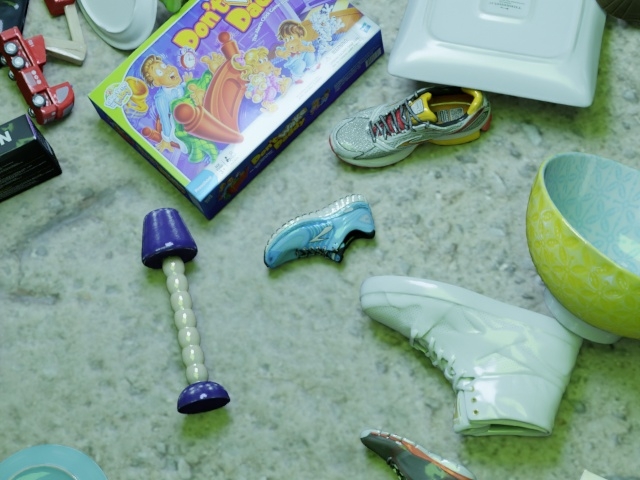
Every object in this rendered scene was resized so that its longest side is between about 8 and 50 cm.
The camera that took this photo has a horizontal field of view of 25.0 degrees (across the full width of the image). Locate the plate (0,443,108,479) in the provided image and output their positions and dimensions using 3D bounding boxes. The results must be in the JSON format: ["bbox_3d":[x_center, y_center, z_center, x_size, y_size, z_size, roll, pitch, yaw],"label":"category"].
[{"bbox_3d":[-0.359,0.354,1.862,0.188,0.024,0.188,-2,71,5],"label":"plate"}]

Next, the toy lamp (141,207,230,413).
[{"bbox_3d":[-0.185,0.089,1.905,0.080,0.080,0.274,-14,70,1],"label":"toy lamp"}]

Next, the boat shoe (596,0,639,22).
[{"bbox_3d":[0.436,-0.330,1.975,0.152,0.056,0.049,22,50,-22],"label":"boat shoe"}]

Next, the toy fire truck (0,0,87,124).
[{"bbox_3d":[-0.384,-0.270,2.056,0.135,0.047,0.192,-26,82,-25],"label":"toy fire truck"}]

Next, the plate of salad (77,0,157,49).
[{"bbox_3d":[-0.287,-0.368,2.029,0.048,0.200,0.200,-27,67,-38],"label":"plate of salad"}]

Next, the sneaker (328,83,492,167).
[{"bbox_3d":[0.119,-0.167,1.950,0.225,0.092,0.088,-17,70,1],"label":"sneaker"}]

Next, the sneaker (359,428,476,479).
[{"bbox_3d":[0.114,0.289,1.815,0.158,0.061,0.064,24,82,14],"label":"sneaker"}]

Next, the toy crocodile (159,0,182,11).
[{"bbox_3d":[-0.162,-0.470,2.051,0.105,0.115,0.340,14,58,0],"label":"toy crocodile"}]

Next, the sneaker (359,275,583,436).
[{"bbox_3d":[0.171,0.155,1.827,0.293,0.108,0.169,16,71,10],"label":"sneaker"}]

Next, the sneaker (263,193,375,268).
[{"bbox_3d":[0.000,0.000,1.923,0.162,0.063,0.073,-26,74,-2],"label":"sneaker"}]

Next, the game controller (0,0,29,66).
[{"bbox_3d":[-0.587,-0.343,2.115,0.319,0.067,0.166,7,87,9],"label":"game controller"}]

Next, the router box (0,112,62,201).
[{"bbox_3d":[-0.456,-0.095,1.968,0.179,0.133,0.046,-26,71,-3],"label":"router box"}]

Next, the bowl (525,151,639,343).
[{"bbox_3d":[0.367,0.035,1.804,0.289,0.289,0.156,37,122,16],"label":"bowl"}]

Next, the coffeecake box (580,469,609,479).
[{"bbox_3d":[0.385,0.350,1.717,0.186,0.142,0.068,23,76,13],"label":"coffeecake box"}]

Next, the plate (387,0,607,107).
[{"bbox_3d":[0.252,-0.314,1.968,0.277,0.045,0.278,10,54,9],"label":"plate"}]

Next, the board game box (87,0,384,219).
[{"bbox_3d":[-0.116,-0.232,2.006,0.233,0.078,0.347,42,80,18],"label":"board game box"}]
